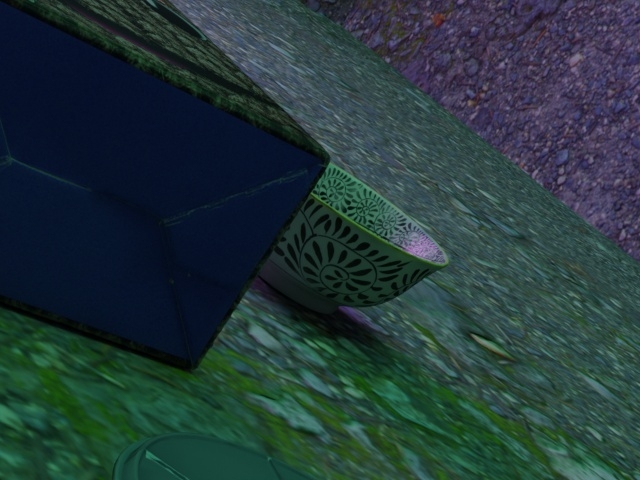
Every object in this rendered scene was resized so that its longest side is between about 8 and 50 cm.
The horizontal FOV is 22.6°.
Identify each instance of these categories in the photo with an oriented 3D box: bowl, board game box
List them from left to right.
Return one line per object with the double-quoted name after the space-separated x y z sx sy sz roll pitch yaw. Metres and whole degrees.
-0.174 -0.091 0.870 0.232 0.141 0.291 24 15 -40 "board game box"
0.000 0.000 1.137 0.170 0.080 0.170 31 11 -7 "bowl"

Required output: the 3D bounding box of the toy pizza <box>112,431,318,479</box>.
0.000 0.147 0.632 0.201 0.032 0.201 33 10 -7 "toy pizza"
